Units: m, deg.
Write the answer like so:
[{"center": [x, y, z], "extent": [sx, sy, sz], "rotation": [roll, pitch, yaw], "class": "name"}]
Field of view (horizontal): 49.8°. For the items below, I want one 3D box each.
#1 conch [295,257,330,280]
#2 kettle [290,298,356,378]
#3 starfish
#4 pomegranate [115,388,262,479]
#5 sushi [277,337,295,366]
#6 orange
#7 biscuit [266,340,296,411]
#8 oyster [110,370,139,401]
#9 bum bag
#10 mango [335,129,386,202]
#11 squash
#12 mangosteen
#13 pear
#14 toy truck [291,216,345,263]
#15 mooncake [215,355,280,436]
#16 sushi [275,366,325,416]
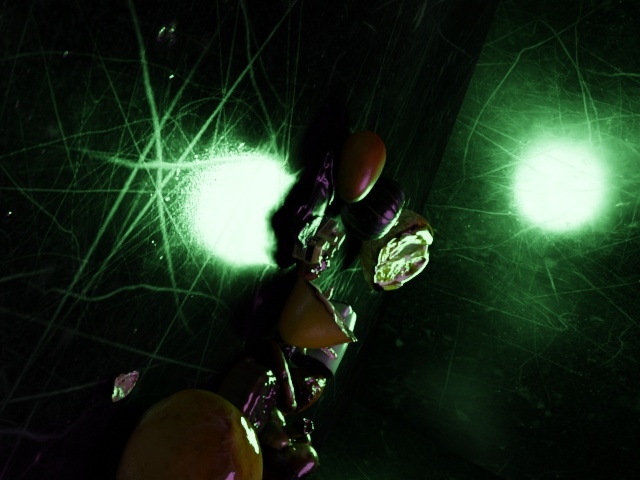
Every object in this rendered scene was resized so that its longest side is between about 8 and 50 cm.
[{"center": [-0.018, 0.054, 1.899], "extent": [0.232, 0.086, 0.080], "rotation": [-47, 137, -64], "class": "conch"}, {"center": [0.008, 0.328, 2.324], "extent": [0.236, 0.161, 0.221], "rotation": [-63, -175, -28], "class": "kettle"}, {"center": [0.001, 0.269, 2.153], "extent": [0.235, 0.062, 0.277], "rotation": [51, 39, -27], "class": "starfish"}, {"center": [-0.250, 0.432, 1.335], "extent": [0.307, 0.308, 0.307], "rotation": [-58, 164, -27], "class": "pomegranate"}, {"center": [-0.098, 0.319, 2.094], "extent": [0.083, 0.056, 0.084], "rotation": [-48, 159, -49], "class": "sushi"}, {"center": [0.271, 0.016, 2.566], "extent": [0.271, 0.210, 0.368], "rotation": [-15, 139, -20], "class": "orange"}, {"center": [-0.110, 0.378, 1.931], "extent": [0.036, 0.212, 0.212], "rotation": [-15, 149, -11], "class": "biscuit"}, {"center": [-0.340, 0.249, 1.193], "extent": [0.054, 0.019, 0.083], "rotation": [-68, 163, 5], "class": "oyster"}, {"center": [-0.010, -0.099, 1.712], "extent": [0.248, 0.060, 0.123], "rotation": [-64, 162, -11], "class": "bum bag"}, {"center": [0.101, -0.196, 1.790], "extent": [0.221, 0.121, 0.151], "rotation": [-67, 170, -50], "class": "mango"}, {"center": [0.157, -0.099, 2.079], "extent": [0.218, 0.173, 0.218], "rotation": [22, 90, -82], "class": "squash"}, {"center": [-0.160, 0.644, 1.930], "extent": [0.330, 0.330, 0.330], "rotation": [-58, 164, -27], "class": "mangosteen"}, {"center": [-0.033, 0.231, 1.961], "extent": [0.178, 0.267, 0.267], "rotation": [-38, 163, -3], "class": "pear"}, {"center": [0.000, 0.000, 1.828], "extent": [0.169, 0.100, 0.077], "rotation": [-44, 153, -56], "class": "toy truck"}, {"center": [-0.195, 0.423, 1.792], "extent": [0.228, 0.124, 0.228], "rotation": [-57, 162, -30], "class": "mooncake"}, {"center": [-0.094, 0.490, 2.255], "extent": [0.140, 0.149, 0.287], "rotation": [-24, 167, -44], "class": "sushi"}]
